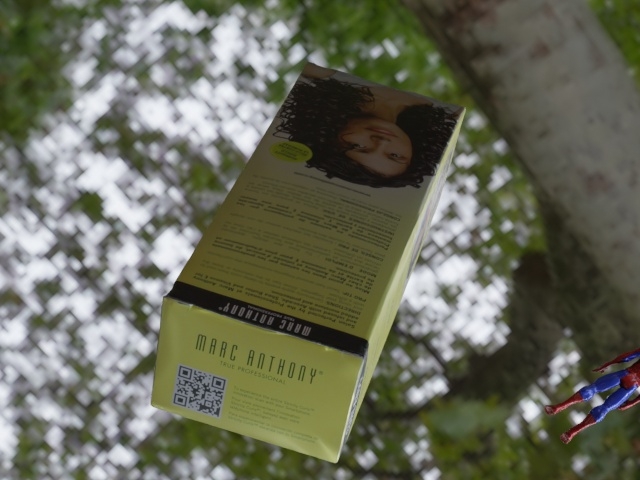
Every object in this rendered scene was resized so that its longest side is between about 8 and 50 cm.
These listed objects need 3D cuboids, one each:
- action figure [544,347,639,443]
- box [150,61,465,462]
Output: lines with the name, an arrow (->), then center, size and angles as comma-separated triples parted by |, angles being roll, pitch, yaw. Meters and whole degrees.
action figure -> 0.217, 0.104, 1.347 | 0.115, 0.038, 0.030 | -29, 174, -12
box -> 0.000, 0.000, 0.830 | 0.087, 0.058, 0.232 | 16, -147, 5
